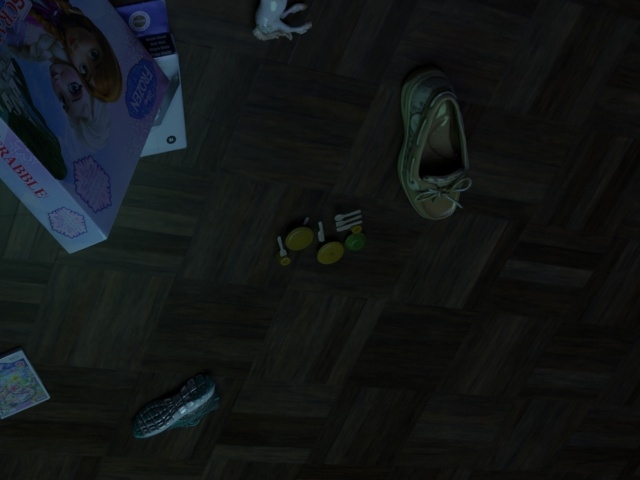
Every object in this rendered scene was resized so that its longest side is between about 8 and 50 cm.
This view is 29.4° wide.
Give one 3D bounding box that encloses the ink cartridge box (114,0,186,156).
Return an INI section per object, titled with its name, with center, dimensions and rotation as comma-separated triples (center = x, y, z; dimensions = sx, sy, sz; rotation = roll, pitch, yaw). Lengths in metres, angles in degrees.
[ink cartridge box]
center = -0.301, -0.205, 1.675
dimensions = 0.223, 0.045, 0.224
rotation = -14, 130, -13

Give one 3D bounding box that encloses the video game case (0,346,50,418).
[video game case]
center = -0.497, 0.229, 1.957
dimensions = 0.087, 0.011, 0.122
rotation = -23, 132, -5

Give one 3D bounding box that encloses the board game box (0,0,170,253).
[board game box]
center = -0.327, -0.205, 1.454
dimensions = 0.065, 0.319, 0.318
rotation = -18, 127, 26

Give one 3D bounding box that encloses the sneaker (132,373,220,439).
[sneaker]
center = -0.242, 0.300, 2.096
dimensions = 0.166, 0.065, 0.076
rotation = -29, 136, 2

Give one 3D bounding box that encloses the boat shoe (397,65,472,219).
[boat shoe]
center = 0.180, -0.133, 1.916
dimensions = 0.104, 0.089, 0.285
rotation = -20, 132, -8

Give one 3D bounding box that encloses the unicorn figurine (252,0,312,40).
[unicorn figurine]
center = -0.060, -0.335, 1.669
dimensions = 0.111, 0.060, 0.162
rotation = -6, 128, -20

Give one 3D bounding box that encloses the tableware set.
[tableware set]
center = 0.000, 0.000, 1.990
dimensions = 0.154, 0.024, 0.104
rotation = -20, 135, -10
